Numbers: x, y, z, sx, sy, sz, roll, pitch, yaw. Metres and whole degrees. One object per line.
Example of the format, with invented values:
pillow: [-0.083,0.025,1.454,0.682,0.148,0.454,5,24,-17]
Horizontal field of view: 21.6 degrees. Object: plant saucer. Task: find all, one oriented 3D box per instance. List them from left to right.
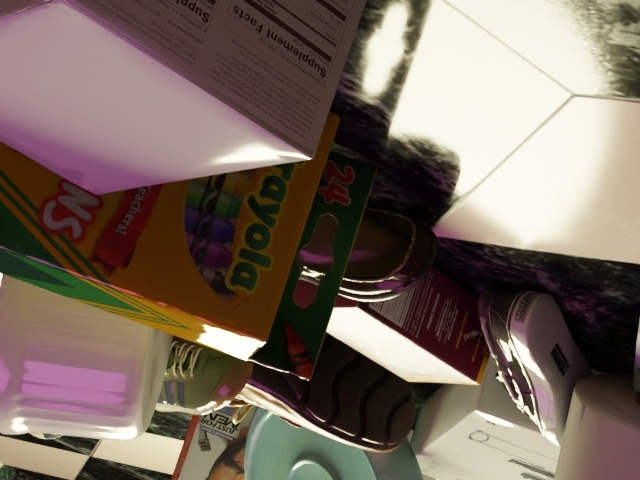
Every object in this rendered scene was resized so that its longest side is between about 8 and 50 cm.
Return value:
plant saucer: [0.005,0.312,2.066,0.043,0.317,0.317,-13,-173,-42]

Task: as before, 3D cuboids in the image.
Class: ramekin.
ramekin: [-0.208,0.056,1.572,0.135,0.277,0.277,10,161,2]

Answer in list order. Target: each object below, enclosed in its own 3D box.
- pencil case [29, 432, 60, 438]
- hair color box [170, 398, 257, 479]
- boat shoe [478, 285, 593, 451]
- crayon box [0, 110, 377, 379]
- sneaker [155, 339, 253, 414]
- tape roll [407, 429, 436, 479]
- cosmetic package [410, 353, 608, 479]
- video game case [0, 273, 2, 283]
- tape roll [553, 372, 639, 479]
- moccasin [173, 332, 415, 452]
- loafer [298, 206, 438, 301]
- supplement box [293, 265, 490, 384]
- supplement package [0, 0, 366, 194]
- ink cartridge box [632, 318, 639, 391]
pencil case: [-0.412,0.109,2.065,0.183,0.160,0.410,19,164,31]
hair color box: [-0.141,0.289,2.313,0.093,0.167,0.053,22,161,-13]
boat shoe: [0.210,0.123,1.637,0.070,0.078,0.219,14,142,38]
crayon box: [-0.119,-0.039,1.321,0.318,0.202,0.081,20,161,-7]
sneaker: [-0.154,0.132,1.712,0.086,0.064,0.192,35,154,-24]
tape roll: [0.071,0.350,2.208,0.072,0.219,0.219,7,158,33]
cosmetic package: [0.272,0.233,1.893,0.284,0.097,0.377,22,161,-2]
video game case: [-0.348,0.012,1.760,0.204,0.025,0.285,-23,158,-4]
tape roll: [0.341,0.241,1.580,0.246,0.169,0.246,11,-168,-2]
moccasin: [-0.071,0.122,1.821,0.380,0.139,0.147,23,162,-12]
loafer: [0.000,0.000,1.502,0.220,0.080,0.078,6,158,33]
supplement box: [0.072,0.067,1.624,0.104,0.081,0.188,-3,152,47]
supplement package: [-0.135,-0.147,1.116,0.204,0.145,0.262,31,158,-33]
ink cartridge box: [0.366,0.083,1.436,0.186,0.065,0.311,13,159,13]
